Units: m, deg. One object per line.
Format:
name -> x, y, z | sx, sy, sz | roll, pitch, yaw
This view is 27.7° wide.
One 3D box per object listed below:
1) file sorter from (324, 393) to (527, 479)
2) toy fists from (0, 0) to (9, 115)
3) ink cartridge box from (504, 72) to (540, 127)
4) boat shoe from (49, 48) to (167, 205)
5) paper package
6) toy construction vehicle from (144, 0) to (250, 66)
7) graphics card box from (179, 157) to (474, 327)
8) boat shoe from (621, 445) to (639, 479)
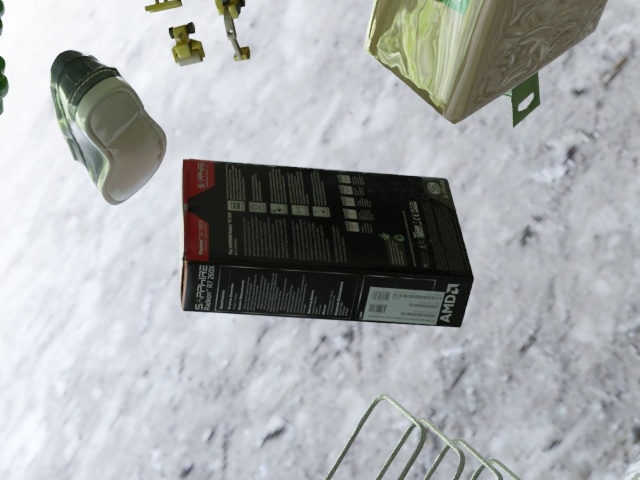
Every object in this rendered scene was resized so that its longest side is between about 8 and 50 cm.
file sorter -> 0.165, 0.352, 1.694 | 0.173, 0.277, 0.193 | -58, 20, 0
toy fists -> -0.559, -0.305, 2.024 | 0.096, 0.142, 0.279 | 157, 110, -66
ink cartridge box -> 0.303, -0.301, 2.097 | 0.062, 0.209, 0.109 | 10, 32, 31
boat shoe -> -0.282, -0.147, 1.696 | 0.116, 0.099, 0.319 | -43, -16, -13
paper package -> 0.220, -0.342, 1.457 | 0.309, 0.168, 0.325 | -36, -26, -36
toy construction vehicle -> -0.109, -0.198, 1.127 | 0.085, 0.098, 0.035 | -7, 27, 10
graphics card box -> 0.000, 0.000, 1.700 | 0.233, 0.370, 0.094 | -99, 14, -53
boat shoe -> 0.440, 0.234, 1.503 | 0.335, 0.121, 0.119 | 131, 154, -67
